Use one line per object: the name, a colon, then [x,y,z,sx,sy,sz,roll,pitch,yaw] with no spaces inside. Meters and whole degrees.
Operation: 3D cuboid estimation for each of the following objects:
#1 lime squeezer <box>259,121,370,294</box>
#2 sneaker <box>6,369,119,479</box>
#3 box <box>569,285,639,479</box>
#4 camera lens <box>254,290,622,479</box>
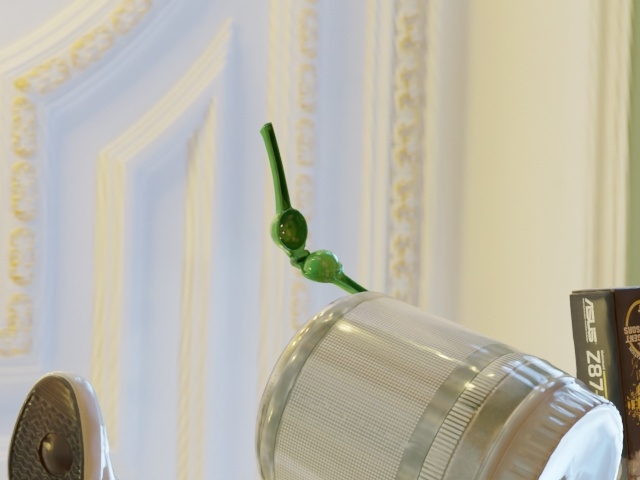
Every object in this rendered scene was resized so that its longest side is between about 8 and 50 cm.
lime squeezer: [0.000,0.000,1.633,0.310,0.110,0.059,54,-150,11]
sneaker: [-0.241,0.261,1.291,0.123,0.105,0.290,-19,-65,-57]
box: [0.569,0.227,2.063,0.394,0.097,0.318,-1,-93,-41]
camera lens: [0.096,0.181,1.118,0.219,0.274,0.219,-31,-48,-43]
